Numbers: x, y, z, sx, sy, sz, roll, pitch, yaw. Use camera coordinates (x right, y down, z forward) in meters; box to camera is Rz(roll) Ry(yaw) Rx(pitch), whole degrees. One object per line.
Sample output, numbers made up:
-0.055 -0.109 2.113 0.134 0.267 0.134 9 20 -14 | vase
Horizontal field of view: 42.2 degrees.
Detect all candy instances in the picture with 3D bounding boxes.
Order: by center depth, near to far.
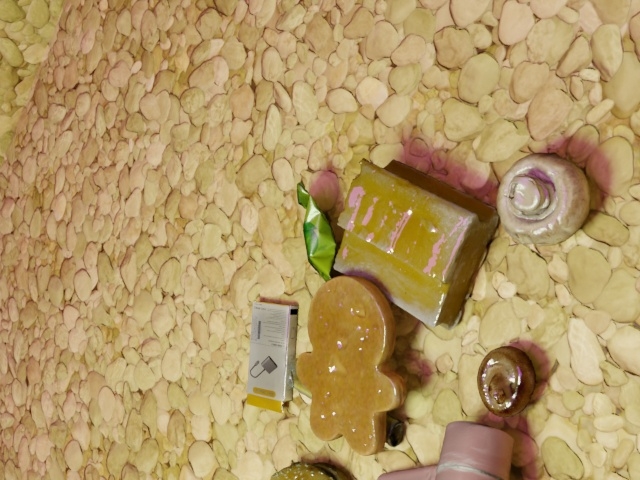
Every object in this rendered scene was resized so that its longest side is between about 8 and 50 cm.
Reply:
0.000 0.000 1.794 0.069 0.149 0.247 -10 78 -1 | candy

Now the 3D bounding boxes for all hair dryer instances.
0.205 0.472 1.541 0.352 0.125 0.210 -32 34 54 | hair dryer

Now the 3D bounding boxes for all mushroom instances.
0.381 -0.069 1.433 0.166 0.127 0.166 4 95 47 | mushroom
0.333 0.253 1.484 0.126 0.085 0.109 -62 17 23 | mushroom

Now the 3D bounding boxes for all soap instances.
0.175 0.004 1.615 0.281 0.143 0.259 28 110 35 | soap

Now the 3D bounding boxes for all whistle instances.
0.043 0.342 1.758 0.326 0.057 0.068 23 102 41 | whistle

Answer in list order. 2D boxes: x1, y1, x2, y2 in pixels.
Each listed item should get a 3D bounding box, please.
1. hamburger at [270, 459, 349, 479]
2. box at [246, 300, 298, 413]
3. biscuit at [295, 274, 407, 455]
-0.016 0.568 1.754 0.215 0.122 0.190 8 90 40 | hamburger
-0.113 0.266 1.924 0.129 0.033 0.247 4 90 42 | box
0.060 0.245 1.658 0.275 0.052 0.355 4 96 43 | biscuit
